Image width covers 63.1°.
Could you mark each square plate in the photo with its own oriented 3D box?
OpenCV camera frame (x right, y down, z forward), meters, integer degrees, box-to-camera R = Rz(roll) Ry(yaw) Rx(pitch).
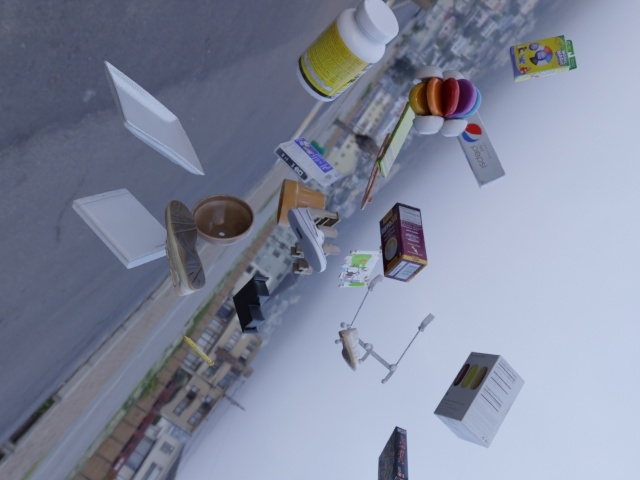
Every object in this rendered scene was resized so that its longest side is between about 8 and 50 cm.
[{"bbox_3d":[-0.555,-0.389,1.717,0.049,0.344,0.347,-39,145,10],"label":"square plate"}]

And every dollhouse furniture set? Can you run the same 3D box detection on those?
[{"bbox_3d":[0.000,0.000,2.111,0.212,0.160,0.242,-38,-128,46],"label":"dollhouse furniture set"}]

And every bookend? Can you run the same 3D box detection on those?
[{"bbox_3d":[-0.240,0.239,1.931,0.157,0.072,0.156,-45,-127,32],"label":"bookend"}]

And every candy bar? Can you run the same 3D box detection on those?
[{"bbox_3d":[-0.441,0.391,1.867,0.018,0.161,0.040,-47,-167,-23],"label":"candy bar"}]

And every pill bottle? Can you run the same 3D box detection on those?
[{"bbox_3d":[0.084,-0.611,1.671,0.333,0.188,0.188,-30,-159,46],"label":"pill bottle"}]

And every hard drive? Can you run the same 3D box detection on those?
[{"bbox_3d":[-0.744,-0.056,1.997,0.233,0.353,0.047,-26,153,-51],"label":"hard drive"}]

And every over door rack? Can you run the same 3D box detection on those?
[{"bbox_3d":[0.199,0.312,1.773,0.108,0.239,0.324,-24,147,-53],"label":"over door rack"}]

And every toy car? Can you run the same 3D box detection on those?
[{"bbox_3d":[0.308,-0.340,1.252,0.136,0.181,0.159,-2,-90,58],"label":"toy car"}]

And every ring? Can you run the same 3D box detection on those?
[{"bbox_3d":[0.235,-0.282,2.160,0.336,0.032,0.337,-161,-90,-90],"label":"ring"}]

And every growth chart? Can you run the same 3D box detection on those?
[{"bbox_3d":[0.154,0.117,2.117,0.237,0.171,0.021,108,-31,-43],"label":"growth chart"}]

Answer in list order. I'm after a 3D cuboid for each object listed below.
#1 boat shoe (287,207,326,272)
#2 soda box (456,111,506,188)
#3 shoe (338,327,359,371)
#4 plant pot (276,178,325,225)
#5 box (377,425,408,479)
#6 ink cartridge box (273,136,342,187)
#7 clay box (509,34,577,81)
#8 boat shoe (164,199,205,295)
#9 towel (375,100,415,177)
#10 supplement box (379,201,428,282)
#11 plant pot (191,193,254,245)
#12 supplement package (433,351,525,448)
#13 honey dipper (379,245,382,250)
[{"bbox_3d":[-0.028,-0.011,1.847,0.084,0.258,0.095,-15,161,-30],"label":"boat shoe"},{"bbox_3d":[0.428,-0.255,1.424,0.073,0.216,0.069,-23,172,12],"label":"soda box"},{"bbox_3d":[0.107,0.363,1.726,0.058,0.076,0.219,-29,138,-15],"label":"shoe"},{"bbox_3d":[-0.083,-0.156,2.287,0.205,0.187,0.205,-172,-90,-80],"label":"plant pot"},{"bbox_3d":[0.239,0.758,1.731,0.233,0.044,0.159,-70,-178,-68],"label":"box"},{"bbox_3d":[-0.038,-0.259,1.779,0.045,0.208,0.206,-47,177,27],"label":"ink cartridge box"},{"bbox_3d":[0.827,-0.678,1.934,0.053,0.221,0.128,30,53,-69],"label":"clay box"},{"bbox_3d":[-0.445,0.023,1.634,0.098,0.303,0.109,-23,166,30],"label":"boat shoe"},{"bbox_3d":[0.240,-0.319,1.651,0.237,0.021,0.102,-62,157,-14],"label":"towel"},{"bbox_3d":[0.224,0.004,1.423,0.104,0.080,0.188,127,-30,-48],"label":"supplement box"},{"bbox_3d":[-0.372,-0.057,1.981,0.110,0.237,0.237,102,15,-47],"label":"plant pot"},{"bbox_3d":[0.489,0.483,1.606,0.244,0.134,0.139,-50,-165,-22],"label":"supplement package"},{"bbox_3d":[0.264,0.075,1.804,0.030,0.160,0.030,-48,-174,7],"label":"honey dipper"}]
